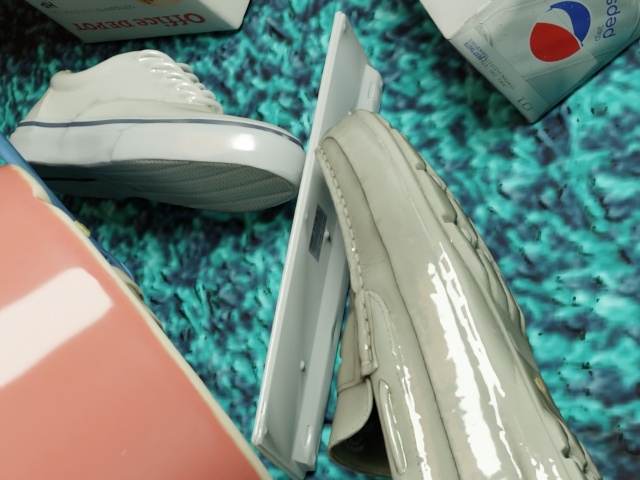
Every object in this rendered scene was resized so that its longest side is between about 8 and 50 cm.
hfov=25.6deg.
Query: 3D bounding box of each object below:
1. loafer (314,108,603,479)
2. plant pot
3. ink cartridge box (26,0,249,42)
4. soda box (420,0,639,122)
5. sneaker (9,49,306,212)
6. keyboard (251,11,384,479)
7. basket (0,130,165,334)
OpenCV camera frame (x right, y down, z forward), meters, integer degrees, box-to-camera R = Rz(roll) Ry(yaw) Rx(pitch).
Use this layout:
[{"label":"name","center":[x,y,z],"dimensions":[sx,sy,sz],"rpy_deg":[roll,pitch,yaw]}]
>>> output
[{"label":"loafer","center":[0.048,0.069,0.668],"dimensions":[0.111,0.112,0.319],"rpy_deg":[-30,50,12]},{"label":"plant pot","center":[-0.164,0.116,0.575],"dimensions":[0.243,0.275,0.275],"rpy_deg":[-39,44,-11]},{"label":"ink cartridge box","center":[-0.158,-0.261,0.937],"dimensions":[0.171,0.233,0.168],"rpy_deg":[4,70,40]},{"label":"soda box","center":[0.073,-0.203,0.814],"dimensions":[0.091,0.098,0.286],"rpy_deg":[-40,48,14]},{"label":"sneaker","center":[-0.107,-0.076,0.886],"dimensions":[0.258,0.094,0.091],"rpy_deg":[7,75,42]},{"label":"keyboard","center":[0.000,0.000,0.774],"dimensions":[0.014,0.072,0.256],"rpy_deg":[-1,65,26]},{"label":"basket","center":[-0.218,0.073,0.814],"dimensions":[0.289,0.201,0.255],"rpy_deg":[37,92,35]}]
